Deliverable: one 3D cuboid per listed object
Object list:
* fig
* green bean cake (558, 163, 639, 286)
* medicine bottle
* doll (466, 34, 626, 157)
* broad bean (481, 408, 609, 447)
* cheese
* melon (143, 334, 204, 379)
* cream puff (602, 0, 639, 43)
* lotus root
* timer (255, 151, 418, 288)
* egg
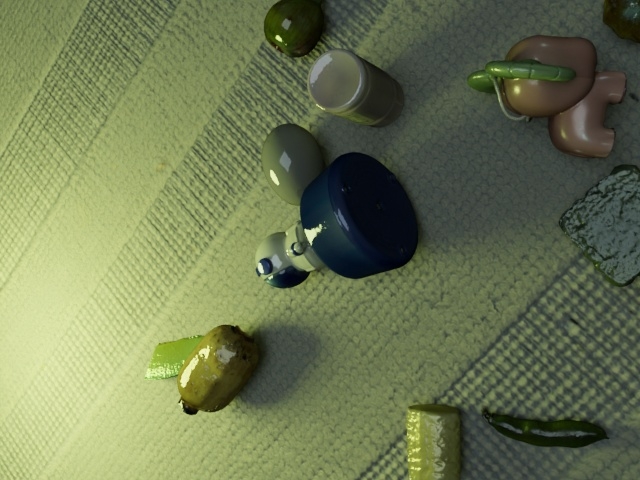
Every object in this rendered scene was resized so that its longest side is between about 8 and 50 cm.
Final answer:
[{"bbox_3d":[-0.034,-0.557,1.572,0.149,0.149,0.245,32,85,23],"label":"fig"},{"bbox_3d":[0.584,-0.030,1.263,0.183,0.094,0.185,-46,71,21],"label":"green bean cake"},{"bbox_3d":[0.083,-0.323,1.424,0.133,0.249,0.133,1,91,28],"label":"medicine bottle"},{"bbox_3d":[0.425,-0.282,1.256,0.268,0.284,0.216,9,95,1],"label":"doll"},{"bbox_3d":[0.460,0.395,1.360,0.254,0.046,0.065,1,92,28],"label":"broad bean"},{"bbox_3d":[0.250,0.450,1.443,0.123,0.094,0.167,-4,85,37],"label":"cheese"},{"bbox_3d":[-0.371,0.307,1.790,0.261,0.053,0.114,-25,61,21],"label":"melon"},{"bbox_3d":[0.611,-0.452,1.240,0.146,0.116,0.146,19,124,31],"label":"cream puff"},{"bbox_3d":[-0.266,0.335,1.671,0.160,0.146,0.284,44,104,27],"label":"lotus root"},{"bbox_3d":[0.000,0.000,1.498,0.383,0.270,0.270,-30,77,38],"label":"timer"},{"bbox_3d":[-0.064,-0.179,1.558,0.146,0.146,0.199,-10,95,27],"label":"egg"}]
